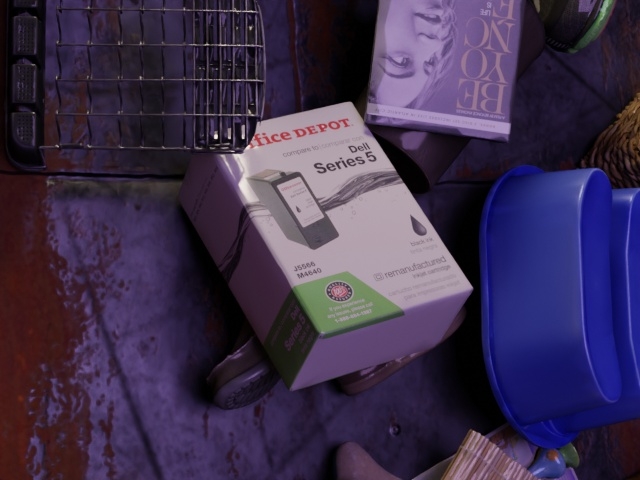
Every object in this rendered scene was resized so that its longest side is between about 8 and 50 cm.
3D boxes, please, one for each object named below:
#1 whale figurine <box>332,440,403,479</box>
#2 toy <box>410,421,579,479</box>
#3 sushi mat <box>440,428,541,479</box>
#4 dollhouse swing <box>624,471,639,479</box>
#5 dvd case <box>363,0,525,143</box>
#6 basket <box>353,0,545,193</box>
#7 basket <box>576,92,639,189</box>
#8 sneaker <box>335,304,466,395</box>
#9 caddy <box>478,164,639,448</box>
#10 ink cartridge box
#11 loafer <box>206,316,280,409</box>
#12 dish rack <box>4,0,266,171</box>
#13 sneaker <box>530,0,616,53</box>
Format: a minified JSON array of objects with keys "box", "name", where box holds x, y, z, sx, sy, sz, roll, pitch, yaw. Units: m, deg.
[{"box":[0.004,0.345,1.775,0.216,0.141,0.272,38,42,-8],"name":"whale figurine"},{"box":[0.213,0.300,1.927,0.237,0.056,0.137,-27,95,-30],"name":"toy"},{"box":[0.147,0.386,1.859,0.151,0.019,0.316,36,79,-20],"name":"sushi mat"},{"box":[0.435,0.471,1.911,0.305,0.315,0.347,-25,96,-41],"name":"dollhouse swing"},{"box":[0.141,-0.227,1.808,0.164,0.018,0.221,8,88,-9],"name":"dvd case"},{"box":[0.135,-0.179,1.899,0.154,0.204,0.227,32,75,13],"name":"basket"},{"box":[0.519,-0.064,2.063,0.213,0.223,0.299,-45,104,-27],"name":"basket"},{"box":[0.088,0.103,1.880,0.188,0.066,0.071,-33,98,-30],"name":"sneaker"},{"box":[0.288,0.072,1.939,0.241,0.179,0.341,17,68,-49],"name":"caddy"},{"box":[0.000,0.000,1.750,0.198,0.115,0.273,-15,60,-31],"name":"ink cartridge box"},{"box":[-0.048,0.089,1.803,0.087,0.094,0.251,40,53,8],"name":"loafer"},{"box":[-0.193,-0.179,1.701,0.271,0.074,0.208,0,83,-5],"name":"dish rack"},{"box":[0.225,-0.445,1.992,0.202,0.185,0.483,-9,76,-28],"name":"sneaker"}]
